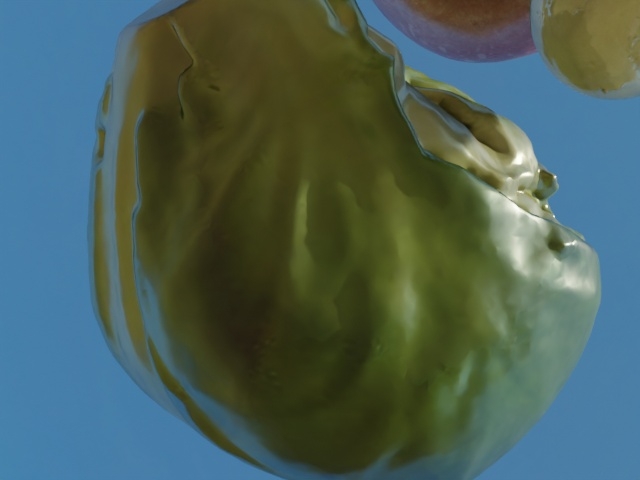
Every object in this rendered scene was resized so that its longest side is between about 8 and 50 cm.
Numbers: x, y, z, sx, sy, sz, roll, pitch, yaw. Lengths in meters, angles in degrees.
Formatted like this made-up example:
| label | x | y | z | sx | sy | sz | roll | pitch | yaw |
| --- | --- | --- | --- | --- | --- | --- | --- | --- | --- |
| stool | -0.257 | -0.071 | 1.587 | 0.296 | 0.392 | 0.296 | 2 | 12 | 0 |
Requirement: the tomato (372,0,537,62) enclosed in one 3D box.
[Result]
| label | x | y | z | sx | sy | sz | roll | pitch | yaw |
| --- | --- | --- | --- | --- | --- | --- | --- | --- | --- |
| tomato | 0.162 | -0.301 | 1.161 | 0.270 | 0.227 | 0.270 | 4 | -67 | 10 |

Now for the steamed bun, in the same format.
| label | x | y | z | sx | sy | sz | roll | pitch | yaw |
| --- | --- | --- | --- | --- | --- | --- | --- | --- | --- |
| steamed bun | 0.190 | -0.162 | 0.789 | 0.130 | 0.091 | 0.112 | -56 | -145 | 12 |

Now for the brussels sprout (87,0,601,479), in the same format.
| label | x | y | z | sx | sy | sz | roll | pitch | yaw |
| --- | --- | --- | --- | --- | --- | --- | --- | --- | --- |
| brussels sprout | 0.000 | 0.000 | 0.792 | 0.315 | 0.276 | 0.371 | -41 | -76 | -2 |
